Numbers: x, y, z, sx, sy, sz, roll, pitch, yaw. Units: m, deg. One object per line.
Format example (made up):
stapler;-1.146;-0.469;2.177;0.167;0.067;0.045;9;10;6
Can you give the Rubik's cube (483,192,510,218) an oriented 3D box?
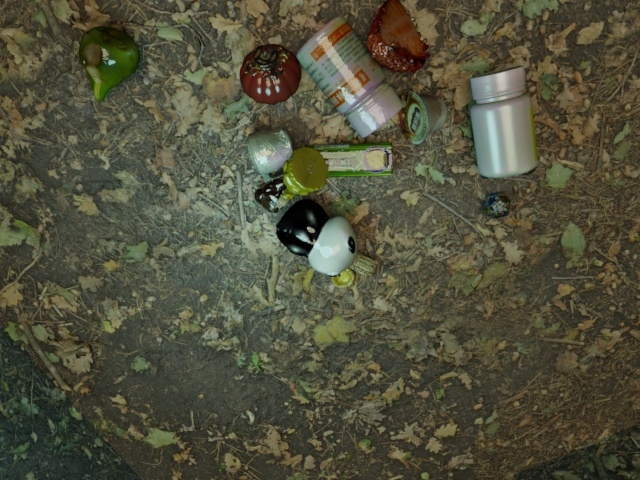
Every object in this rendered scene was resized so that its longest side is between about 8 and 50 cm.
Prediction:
Rubik's cube;0.718;-0.140;1.866;0.111;0.093;0.111;0;108;0

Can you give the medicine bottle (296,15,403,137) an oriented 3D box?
medicine bottle;0.110;-0.583;1.664;0.219;0.219;0.388;-37;105;12

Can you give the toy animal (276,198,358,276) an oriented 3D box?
toy animal;0.000;0.000;1.822;0.310;0.251;0.250;34;108;19

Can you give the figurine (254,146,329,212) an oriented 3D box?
figurine;-0.121;-0.202;1.774;0.168;0.187;0.315;9;152;-32

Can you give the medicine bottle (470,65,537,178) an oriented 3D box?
medicine bottle;0.676;-0.432;1.705;0.214;0.213;0.378;-13;109;6

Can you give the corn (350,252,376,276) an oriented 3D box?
corn;0.142;0.081;1.963;0.211;0.087;0.087;30;107;-3

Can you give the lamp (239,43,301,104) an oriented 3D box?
lamp;-0.183;-0.605;1.664;0.227;0.227;0.226;0;109;1

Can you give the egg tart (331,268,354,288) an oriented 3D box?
egg tart;0.098;0.160;2.007;0.105;0.039;0.104;0;109;1

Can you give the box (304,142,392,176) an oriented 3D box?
box;0.109;-0.318;1.819;0.346;0.097;0.134;-2;100;2

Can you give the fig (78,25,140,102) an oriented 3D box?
fig;-0.793;-0.639;1.695;0.206;0.206;0.275;28;127;-8

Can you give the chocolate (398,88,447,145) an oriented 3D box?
chocolate;0.397;-0.479;1.738;0.147;0.221;0.221;-21;109;-22

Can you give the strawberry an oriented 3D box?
strawberry;0.254;-0.681;1.617;0.253;0.280;0.150;40;143;-27

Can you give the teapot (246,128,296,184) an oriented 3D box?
teapot;-0.175;-0.327;1.786;0.178;0.163;0.221;-16;109;2
